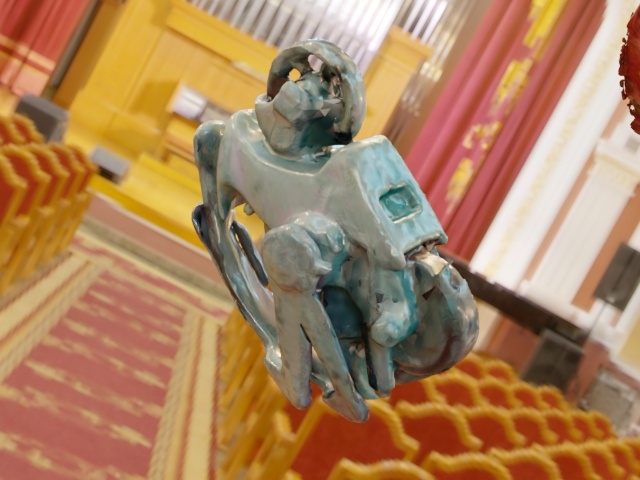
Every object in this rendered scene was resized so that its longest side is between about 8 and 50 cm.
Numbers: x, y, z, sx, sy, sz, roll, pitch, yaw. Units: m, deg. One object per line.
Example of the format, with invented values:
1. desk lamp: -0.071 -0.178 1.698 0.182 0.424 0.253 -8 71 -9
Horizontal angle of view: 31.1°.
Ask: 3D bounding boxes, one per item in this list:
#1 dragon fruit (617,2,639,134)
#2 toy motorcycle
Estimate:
1. dragon fruit: 0.252 -0.088 0.616 0.153 0.153 0.111 25 28 -41
2. toy motorcycle: 0.000 0.000 0.851 0.154 0.206 0.260 -25 86 -45
